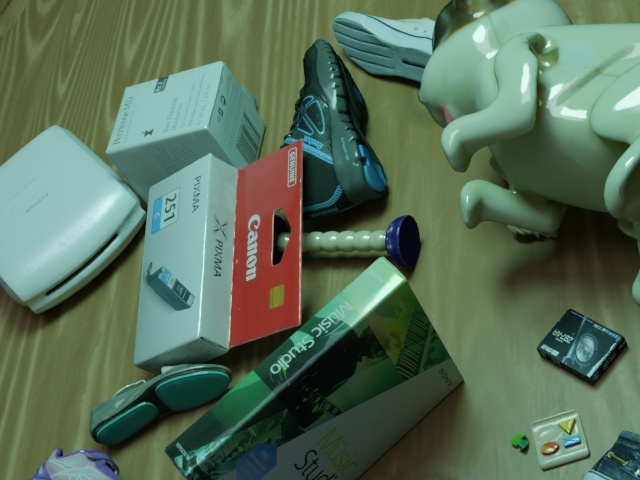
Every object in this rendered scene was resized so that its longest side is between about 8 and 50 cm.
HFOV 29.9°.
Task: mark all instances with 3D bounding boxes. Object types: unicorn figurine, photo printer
[{"bbox_3d":[0.273,-0.076,1.580,0.111,0.060,0.162,-4,48,22],"label":"unicorn figurine"},{"bbox_3d":[-0.432,-0.032,1.927,0.256,0.107,0.307,-42,44,-8],"label":"photo printer"}]

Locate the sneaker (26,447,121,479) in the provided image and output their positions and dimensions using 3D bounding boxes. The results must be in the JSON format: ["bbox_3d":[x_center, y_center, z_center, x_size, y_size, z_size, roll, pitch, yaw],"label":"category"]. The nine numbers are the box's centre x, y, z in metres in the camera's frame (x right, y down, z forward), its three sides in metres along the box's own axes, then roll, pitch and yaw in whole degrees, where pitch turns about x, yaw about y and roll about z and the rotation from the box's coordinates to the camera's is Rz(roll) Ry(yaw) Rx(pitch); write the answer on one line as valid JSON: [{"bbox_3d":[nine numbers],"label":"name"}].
[{"bbox_3d":[-0.289,0.320,1.550,0.236,0.095,0.104,3,47,34],"label":"sneaker"}]

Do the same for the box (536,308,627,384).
[{"bbox_3d":[0.307,0.124,1.413,0.067,0.018,0.083,-46,45,-13],"label":"box"}]

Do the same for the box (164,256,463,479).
[{"bbox_3d":[0.004,0.197,1.375,0.322,0.232,0.058,-43,49,-8],"label":"box"}]

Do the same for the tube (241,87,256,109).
[{"bbox_3d":[-0.204,-0.206,1.992,0.207,0.052,0.080,-10,43,30],"label":"tube"}]

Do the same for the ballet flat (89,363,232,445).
[{"bbox_3d":[-0.220,0.204,1.621,0.213,0.072,0.068,-28,39,8],"label":"ballet flat"}]

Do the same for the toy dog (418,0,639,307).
[{"bbox_3d":[0.296,-0.180,1.427,0.408,0.284,0.395,32,83,36],"label":"toy dog"}]

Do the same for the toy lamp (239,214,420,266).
[{"bbox_3d":[0.000,0.000,1.665,0.275,0.080,0.080,-2,52,28],"label":"toy lamp"}]

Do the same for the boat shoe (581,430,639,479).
[{"bbox_3d":[0.360,0.259,1.228,0.183,0.065,0.083,26,70,44],"label":"boat shoe"}]

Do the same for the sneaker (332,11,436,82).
[{"bbox_3d":[0.129,-0.305,1.861,0.091,0.094,0.258,-35,44,-28],"label":"sneaker"}]

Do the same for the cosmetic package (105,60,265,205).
[{"bbox_3d":[-0.207,-0.159,1.872,0.184,0.151,0.151,-12,47,22],"label":"cosmetic package"}]

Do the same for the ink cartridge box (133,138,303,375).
[{"bbox_3d":[-0.141,0.014,1.660,0.261,0.066,0.296,-24,52,36],"label":"ink cartridge box"}]

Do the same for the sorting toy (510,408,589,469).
[{"bbox_3d":[0.257,0.227,1.357,0.083,0.012,0.062,-20,45,14],"label":"sorting toy"}]

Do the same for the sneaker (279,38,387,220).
[{"bbox_3d":[-0.004,-0.172,1.786,0.140,0.125,0.341,-26,42,16],"label":"sneaker"}]
